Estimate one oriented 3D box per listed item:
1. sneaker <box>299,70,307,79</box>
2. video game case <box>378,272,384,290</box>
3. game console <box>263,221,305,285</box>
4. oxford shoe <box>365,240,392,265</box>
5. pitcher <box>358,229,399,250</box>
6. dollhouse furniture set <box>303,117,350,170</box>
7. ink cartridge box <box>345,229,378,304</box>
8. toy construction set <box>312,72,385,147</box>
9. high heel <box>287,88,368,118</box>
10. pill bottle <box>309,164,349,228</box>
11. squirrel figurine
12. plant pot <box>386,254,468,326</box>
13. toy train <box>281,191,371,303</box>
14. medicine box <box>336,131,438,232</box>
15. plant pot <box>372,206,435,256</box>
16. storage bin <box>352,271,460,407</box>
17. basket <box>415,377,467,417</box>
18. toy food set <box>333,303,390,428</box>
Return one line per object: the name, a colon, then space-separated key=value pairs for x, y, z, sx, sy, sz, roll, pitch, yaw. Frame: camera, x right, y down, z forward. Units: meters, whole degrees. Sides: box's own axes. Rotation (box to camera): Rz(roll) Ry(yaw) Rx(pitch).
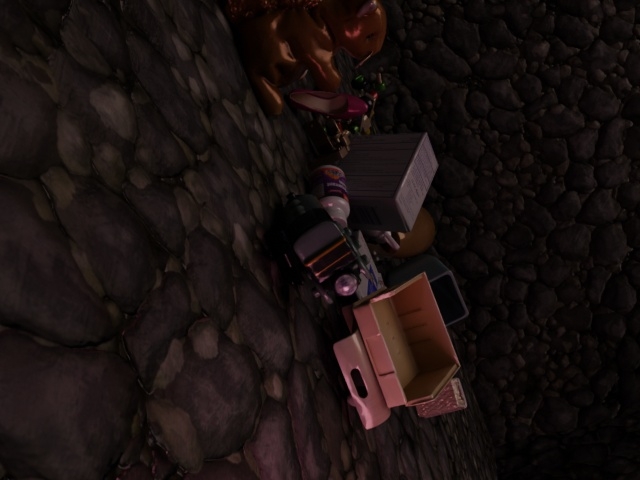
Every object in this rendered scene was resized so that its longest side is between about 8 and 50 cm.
sneaker: x=-0.133 y=-0.595 z=1.713 sx=0.262 sy=0.099 sz=0.121 roll=59 pitch=25 yaw=-12
video game case: x=0.213 y=0.183 z=2.066 sx=0.157 sy=0.019 sz=0.143 roll=19 pitch=54 yaw=-71
game console: x=-0.063 y=0.025 z=1.226 sx=0.071 sy=0.107 sz=0.122 roll=-33 pitch=107 yaw=-30
oxford shoe: x=0.205 y=0.043 z=2.095 sx=0.096 sy=0.083 sz=0.227 roll=70 pitch=14 yaw=13
pitcher: x=0.210 y=-0.051 z=2.092 sx=0.178 sy=0.125 sz=0.207 roll=41 pitch=-5 yaw=28
dollhouse furniture set: x=0.007 y=-0.308 z=1.775 sx=0.123 sy=0.144 sz=0.151 roll=61 pitch=32 yaw=-16
ink cartridge box: x=0.117 y=0.126 z=1.730 sx=0.371 sy=0.069 sz=0.175 roll=-81 pitch=149 yaw=-64
toy construction set: x=0.087 y=-0.395 z=2.003 sx=0.237 sy=0.258 sz=0.308 roll=74 pitch=23 yaw=-43
high heel: x=0.022 y=-0.425 z=1.769 sx=0.117 sy=0.244 sz=0.082 roll=-46 pitch=150 yaw=-78
pill bottle: x=0.026 y=-0.110 z=1.618 sx=0.108 sy=0.108 sz=0.193 roll=54 pitch=23 yaw=-46
squirrel figurine: x=-0.030 y=-0.585 z=1.502 sx=0.281 sy=0.371 sz=0.397 roll=-77 pitch=145 yaw=-61
plant pot: x=0.401 y=0.199 z=2.302 sx=0.247 sy=0.248 sz=0.252 roll=61 pitch=4 yaw=-30
toy train: x=0.000 y=0.000 z=1.266 sx=0.190 sy=0.142 sz=0.334 roll=56 pitch=3 yaw=-23
medicine box: x=0.186 y=-0.184 z=1.777 sx=0.289 sy=0.264 sz=0.149 roll=-62 pitch=139 yaw=-30
plant pot: x=0.310 y=-0.023 z=2.315 sx=0.254 sy=0.237 sz=0.237 roll=-22 pitch=92 yaw=-61
storage bin: x=0.210 y=0.237 z=1.405 sx=0.260 sy=0.123 sz=0.262 roll=-15 pitch=85 yaw=-63
basket: x=0.423 y=0.563 z=2.063 sx=0.103 sy=0.167 sz=0.113 roll=30 pitch=43 yaw=-60
toy food set: x=0.092 y=0.301 z=1.436 sx=0.306 sy=0.092 sz=0.219 roll=-64 pitch=133 yaw=-80
